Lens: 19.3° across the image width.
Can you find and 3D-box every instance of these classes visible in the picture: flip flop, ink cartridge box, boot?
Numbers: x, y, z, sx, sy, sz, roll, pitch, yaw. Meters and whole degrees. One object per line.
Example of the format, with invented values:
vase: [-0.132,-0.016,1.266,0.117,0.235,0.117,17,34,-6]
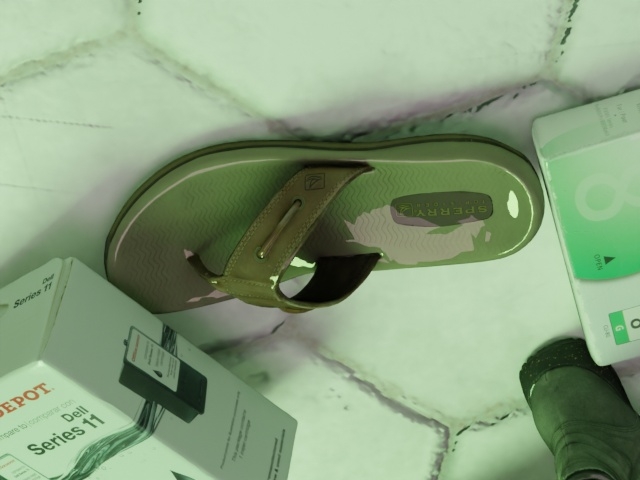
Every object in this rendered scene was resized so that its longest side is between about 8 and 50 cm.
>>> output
flip flop: [0.000,0.000,1.154,0.277,0.080,0.112,-5,127,6]
ink cartridge box: [0.260,-0.025,1.186,0.225,0.056,0.181,-15,127,8]
ink cartridge box: [-0.142,0.120,1.209,0.153,0.087,0.208,-28,126,36]
boot: [0.221,0.190,1.274,0.083,0.161,0.246,-36,122,20]
